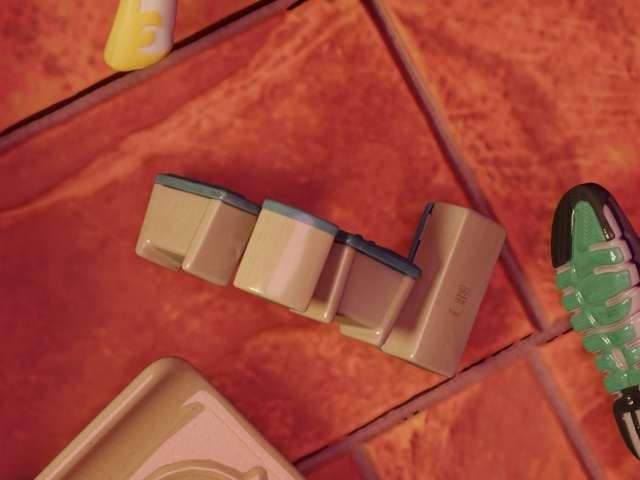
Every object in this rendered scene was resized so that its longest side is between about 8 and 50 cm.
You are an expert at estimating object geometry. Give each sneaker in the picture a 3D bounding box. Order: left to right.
[{"bbox_3d":[0.251,0.056,1.377,0.098,0.083,0.223,-20,92,-32],"label":"sneaker"}]

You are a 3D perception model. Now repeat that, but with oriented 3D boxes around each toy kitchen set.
[{"bbox_3d":[0.000,0.000,1.340,0.207,0.166,0.122,27,82,-43],"label":"toy kitchen set"}]

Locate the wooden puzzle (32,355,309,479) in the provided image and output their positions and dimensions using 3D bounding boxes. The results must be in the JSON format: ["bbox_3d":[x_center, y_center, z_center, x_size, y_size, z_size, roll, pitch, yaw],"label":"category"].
[{"bbox_3d":[-0.104,0.307,1.302,0.322,0.080,0.348,-45,98,-8],"label":"wooden puzzle"}]

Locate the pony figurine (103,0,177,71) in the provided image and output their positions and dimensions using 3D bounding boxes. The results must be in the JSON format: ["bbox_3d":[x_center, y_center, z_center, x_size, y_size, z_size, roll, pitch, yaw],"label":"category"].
[{"bbox_3d":[-0.044,-0.315,1.200,0.351,0.363,0.302,-18,49,-4],"label":"pony figurine"}]
